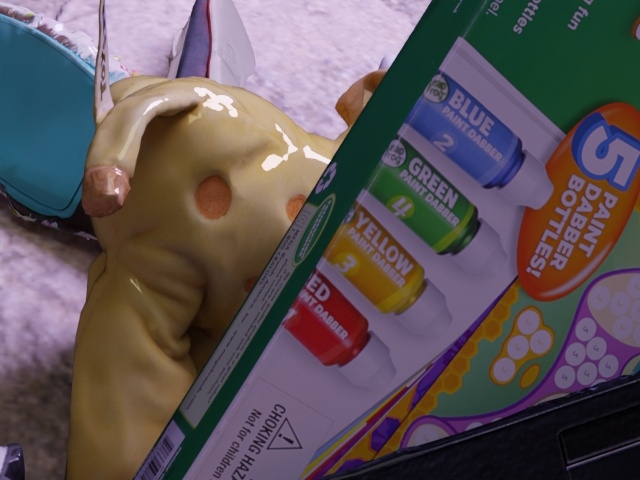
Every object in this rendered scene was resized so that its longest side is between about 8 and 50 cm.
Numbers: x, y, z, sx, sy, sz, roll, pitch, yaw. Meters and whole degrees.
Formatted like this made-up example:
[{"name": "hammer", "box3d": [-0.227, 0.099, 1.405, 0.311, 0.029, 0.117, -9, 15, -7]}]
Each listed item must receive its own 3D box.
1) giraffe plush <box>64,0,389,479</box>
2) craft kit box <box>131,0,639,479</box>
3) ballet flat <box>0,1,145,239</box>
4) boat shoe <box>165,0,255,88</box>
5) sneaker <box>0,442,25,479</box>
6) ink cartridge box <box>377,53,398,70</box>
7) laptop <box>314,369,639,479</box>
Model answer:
[{"name": "giraffe plush", "box3d": [0.000, 0.000, 0.589, 0.170, 0.210, 0.181, 4, 36, -6]}, {"name": "craft kit box", "box3d": [0.105, 0.045, 0.502, 0.247, 0.250, 0.061, 32, -2, -17]}, {"name": "ballet flat", "box3d": [-0.082, -0.034, 0.737, 0.241, 0.091, 0.077, 32, 10, 14]}, {"name": "boat shoe", "box3d": [-0.061, -0.087, 0.826, 0.043, 0.049, 0.137, -23, 36, 16]}, {"name": "sneaker", "box3d": [-0.149, 0.162, 0.447, 0.108, 0.100, 0.271, 2, 32, -2]}, {"name": "ink cartridge box", "box3d": [0.185, 0.037, 0.738, 0.307, 0.072, 0.303, 8, 36, -12]}, {"name": "laptop", "box3d": [0.126, 0.173, 0.424, 0.234, 0.264, 0.136, -17, 10, -12]}]
